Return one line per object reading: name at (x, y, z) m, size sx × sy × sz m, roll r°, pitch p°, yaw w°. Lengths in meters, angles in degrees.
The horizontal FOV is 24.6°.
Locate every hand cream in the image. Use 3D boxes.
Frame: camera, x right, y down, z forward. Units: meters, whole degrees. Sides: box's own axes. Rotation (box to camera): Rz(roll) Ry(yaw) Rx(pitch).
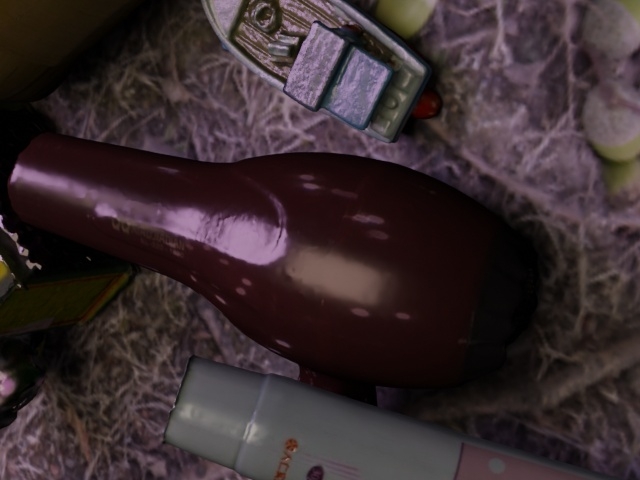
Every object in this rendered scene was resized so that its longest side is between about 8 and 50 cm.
hand cream at (0.081, 0.133, 0.774) m, size 0.331 × 0.058 × 0.085 m, roll 18°, pitch 106°, yaw -2°

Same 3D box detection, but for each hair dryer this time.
hair dryer at (-0.037, 0.107, 0.878) m, size 0.313 × 0.123 × 0.340 m, roll 11°, pitch 112°, yaw 19°

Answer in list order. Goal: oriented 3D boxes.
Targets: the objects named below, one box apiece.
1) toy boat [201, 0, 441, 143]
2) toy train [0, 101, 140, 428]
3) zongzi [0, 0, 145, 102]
toy boat at (-0.009, -0.117, 0.870) m, size 0.173 × 0.059 × 0.069 m, roll 37°, pitch 113°, yaw 25°
toy train at (-0.255, -0.006, 0.998) m, size 0.177 × 0.134 × 0.261 m, roll -44°, pitch 71°, yaw 28°
zongzi at (-0.183, -0.270, 0.929) m, size 0.274 × 0.145 × 0.300 m, roll -36°, pitch 69°, yaw 26°
